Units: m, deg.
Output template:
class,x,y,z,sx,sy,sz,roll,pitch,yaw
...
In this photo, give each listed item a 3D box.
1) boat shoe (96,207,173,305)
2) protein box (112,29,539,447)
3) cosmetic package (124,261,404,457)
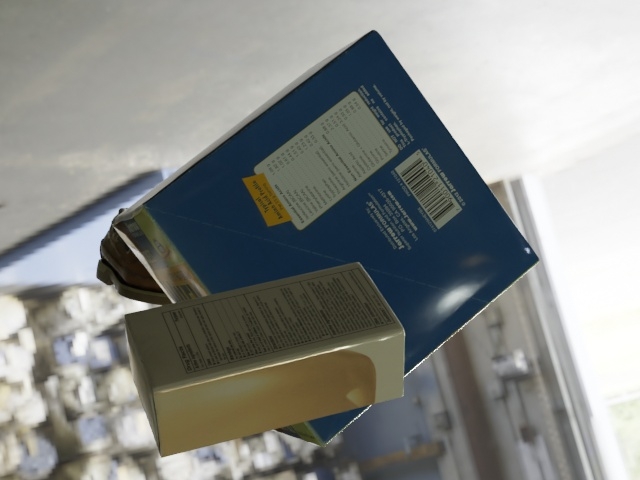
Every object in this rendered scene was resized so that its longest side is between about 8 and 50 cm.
class,x,y,z,sx,sy,sz,roll,pitch,yaw
boat shoe,-0.200,0.017,1.552,0.111,0.104,0.307,8,-177,-34
protein box,0.000,0.000,0.888,0.201,0.200,0.136,-39,-172,-15
cosmetic package,-0.025,0.052,0.568,0.115,0.060,0.041,-12,125,-14
